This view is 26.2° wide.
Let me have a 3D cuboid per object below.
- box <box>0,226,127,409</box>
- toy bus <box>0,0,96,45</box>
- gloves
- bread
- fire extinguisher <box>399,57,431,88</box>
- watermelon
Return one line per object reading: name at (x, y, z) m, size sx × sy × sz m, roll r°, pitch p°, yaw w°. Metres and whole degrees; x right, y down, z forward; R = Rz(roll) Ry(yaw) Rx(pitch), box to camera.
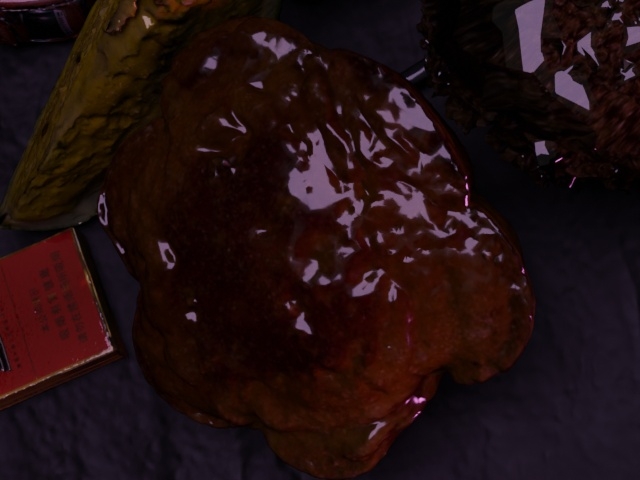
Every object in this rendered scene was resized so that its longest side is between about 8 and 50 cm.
box at (-0.199, 0.058, 0.876) m, size 0.133 × 0.023 × 0.090 m, roll -22°, pitch 70°, yaw 6°
toy bus at (-0.183, -0.247, 0.927) m, size 0.096 × 0.073 × 0.235 m, roll 3°, pitch 76°, yaw 6°
gloves at (0.202, -0.134, 0.735) m, size 0.312 × 0.135 × 0.210 m, roll -24°, pitch 89°, yaw -19°
bread at (-0.012, 0.002, 0.767) m, size 0.232 × 0.135 × 0.247 m, roll -40°, pitch 84°, yaw 20°
fire extinguisher at (0.073, -0.211, 0.838) m, size 0.376 × 0.113 × 0.200 m, roll -17°, pitch 73°, yaw 7°
watermelon at (-0.109, -0.116, 0.816) m, size 0.123 × 0.129 × 0.301 m, roll 44°, pitch 129°, yaw 6°
